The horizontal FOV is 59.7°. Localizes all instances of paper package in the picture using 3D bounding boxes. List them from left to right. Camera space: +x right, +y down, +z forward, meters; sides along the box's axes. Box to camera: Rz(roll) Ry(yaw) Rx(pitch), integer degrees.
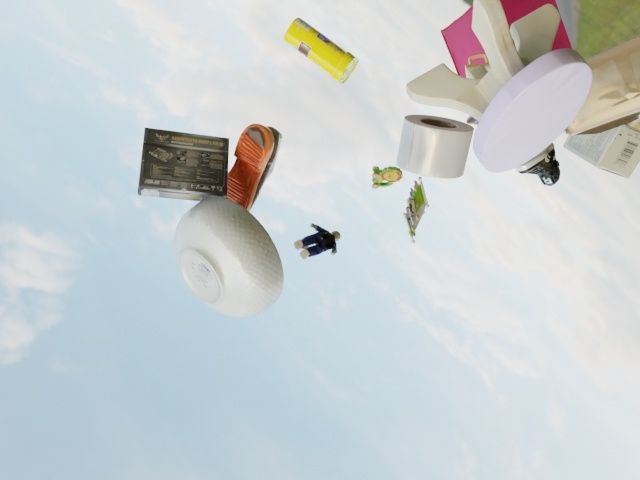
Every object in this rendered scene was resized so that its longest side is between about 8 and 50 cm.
[{"bbox_3d":[0.789,-0.395,1.390,0.310,0.325,0.168,-15,-94,-50],"label":"paper package"}]

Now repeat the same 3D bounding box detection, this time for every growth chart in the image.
[{"bbox_3d":[0.380,-0.129,2.235,0.237,0.021,0.171,-60,-43,-35],"label":"growth chart"}]

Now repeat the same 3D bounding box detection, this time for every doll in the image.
[{"bbox_3d":[0.000,0.000,1.811,0.189,0.046,0.129,-19,-110,-45],"label":"doll"}]

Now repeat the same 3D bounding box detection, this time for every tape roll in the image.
[{"bbox_3d":[0.398,-0.332,1.956,0.246,0.169,0.246,6,-156,-3],"label":"tape roll"}]

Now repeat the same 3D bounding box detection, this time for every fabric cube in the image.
[{"bbox_3d":[0.600,-0.651,1.824,0.258,0.259,0.254,-24,-85,-19],"label":"fabric cube"}]

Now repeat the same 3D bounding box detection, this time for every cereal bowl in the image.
[{"bbox_3d":[-0.267,0.065,1.465,0.339,0.339,0.141,46,-132,9],"label":"cereal bowl"}]

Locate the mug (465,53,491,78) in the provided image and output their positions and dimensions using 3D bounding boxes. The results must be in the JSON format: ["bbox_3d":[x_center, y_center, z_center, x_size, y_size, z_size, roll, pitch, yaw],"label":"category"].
[{"bbox_3d":[0.355,-0.369,1.229,0.062,0.064,0.078,-59,-44,-68],"label":"mug"}]

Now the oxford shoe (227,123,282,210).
[{"bbox_3d":[-0.208,-0.163,1.626,0.130,0.363,0.133,38,-159,17],"label":"oxford shoe"}]

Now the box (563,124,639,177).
[{"bbox_3d":[0.928,-0.320,1.817,0.127,0.148,0.232,16,-156,-12],"label":"box"}]

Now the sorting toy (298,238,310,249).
[{"bbox_3d":[-0.052,0.027,1.808,0.062,0.012,0.083,40,-166,-10],"label":"sorting toy"}]

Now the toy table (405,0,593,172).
[{"bbox_3d":[0.276,-0.231,0.841,0.160,0.252,0.274,62,172,20],"label":"toy table"}]

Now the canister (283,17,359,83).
[{"bbox_3d":[0.002,-0.465,1.368,0.170,0.073,0.126,37,-163,1],"label":"canister"}]

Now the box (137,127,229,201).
[{"bbox_3d":[-0.367,-0.202,1.511,0.231,0.056,0.182,4,-113,-16],"label":"box"}]

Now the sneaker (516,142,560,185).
[{"bbox_3d":[0.675,-0.213,1.696,0.217,0.079,0.121,-32,-78,-41],"label":"sneaker"}]

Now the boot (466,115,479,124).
[{"bbox_3d":[0.398,-0.308,1.280,0.107,0.114,0.037,-20,-103,-13],"label":"boot"}]

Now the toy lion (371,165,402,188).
[{"bbox_3d":[0.209,-0.200,1.753,0.096,0.100,0.034,3,-117,5],"label":"toy lion"}]
